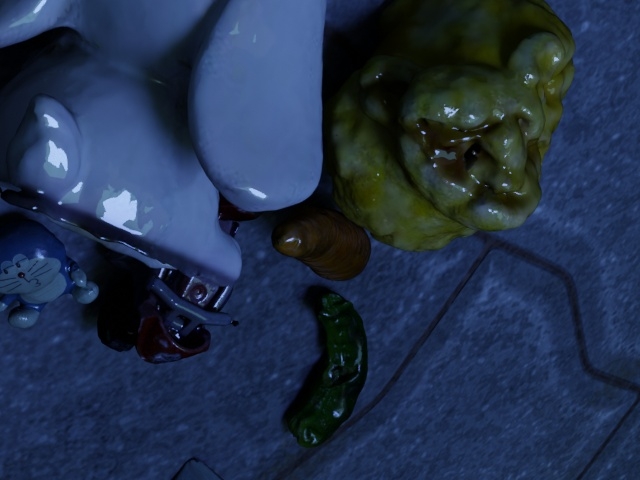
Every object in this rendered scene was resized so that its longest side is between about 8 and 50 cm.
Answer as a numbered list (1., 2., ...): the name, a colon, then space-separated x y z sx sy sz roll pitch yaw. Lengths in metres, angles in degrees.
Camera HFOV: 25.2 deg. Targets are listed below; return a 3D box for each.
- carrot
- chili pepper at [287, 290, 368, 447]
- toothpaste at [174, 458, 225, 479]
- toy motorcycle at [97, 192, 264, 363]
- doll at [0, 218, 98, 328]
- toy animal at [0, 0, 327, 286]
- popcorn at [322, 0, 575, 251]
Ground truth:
1. carrot: 0.000 0.000 1.138 0.059 0.059 0.248 -50 169 3
2. chili pepper: 0.013 0.115 1.324 0.073 0.050 0.182 -13 129 -27
3. toothpaste: -0.169 0.301 1.316 0.233 0.060 0.038 -48 174 4
4. toy motorcycle: -0.094 0.006 1.072 0.082 0.122 0.213 30 99 -38
5. doll: -0.211 0.022 1.030 0.076 0.050 0.083 -27 143 3
6. toy animal: -0.119 -0.120 0.879 0.174 0.249 0.289 48 44 -84
7. popcorn: 0.111 -0.085 1.122 0.226 0.203 0.200 -34 135 -2
